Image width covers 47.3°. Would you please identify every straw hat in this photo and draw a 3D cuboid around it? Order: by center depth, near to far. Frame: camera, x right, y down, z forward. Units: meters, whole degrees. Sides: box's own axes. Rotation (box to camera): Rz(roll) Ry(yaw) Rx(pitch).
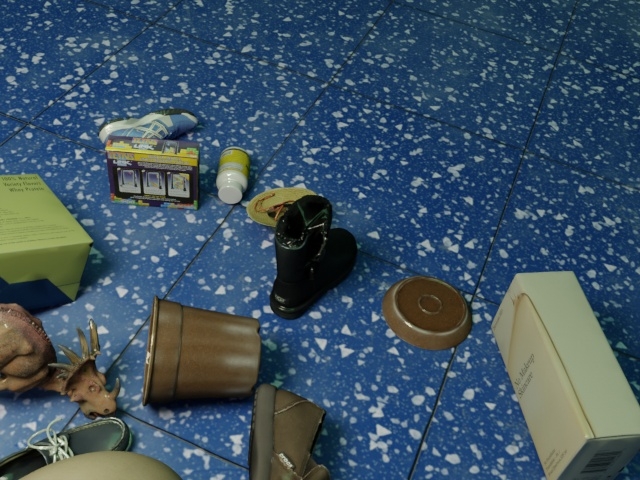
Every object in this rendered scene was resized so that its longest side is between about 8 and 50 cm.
[{"bbox_3d":[-0.068,-0.044,1.417,0.145,0.061,0.144,-5,35,4],"label":"straw hat"}]

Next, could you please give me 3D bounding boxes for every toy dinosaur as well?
[{"bbox_3d":[-0.424,0.150,1.041,0.200,0.295,0.127,-11,54,20],"label":"toy dinosaur"}]

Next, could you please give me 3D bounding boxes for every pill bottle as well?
[{"bbox_3d":[-0.177,-0.131,1.479,0.065,0.065,0.116,6,46,-4],"label":"pill bottle"}]

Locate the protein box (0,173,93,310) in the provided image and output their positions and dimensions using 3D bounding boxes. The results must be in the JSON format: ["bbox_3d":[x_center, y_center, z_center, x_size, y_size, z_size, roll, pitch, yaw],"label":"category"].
[{"bbox_3d":[-0.523,0.005,1.196,0.201,0.136,0.200,43,31,28],"label":"protein box"}]

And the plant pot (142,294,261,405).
[{"bbox_3d":[-0.183,0.174,1.127,0.165,0.167,0.167,6,45,-15],"label":"plant pot"}]

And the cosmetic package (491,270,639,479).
[{"bbox_3d":[0.391,0.216,1.178,0.113,0.160,0.309,-2,46,-11],"label":"cosmetic package"}]

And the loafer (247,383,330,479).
[{"bbox_3d":[-0.036,0.352,0.987,0.130,0.133,0.365,4,46,-5],"label":"loafer"}]

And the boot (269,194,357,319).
[{"bbox_3d":[0.000,0.000,1.284,0.094,0.207,0.246,30,48,19],"label":"boot"}]

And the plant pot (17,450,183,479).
[{"bbox_3d":[-0.251,0.365,0.874,0.284,0.284,0.191,17,19,7],"label":"plant pot"}]

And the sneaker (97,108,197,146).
[{"bbox_3d":[-0.355,-0.220,1.540,0.211,0.080,0.081,-20,74,-25],"label":"sneaker"}]

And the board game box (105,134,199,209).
[{"bbox_3d":[-0.318,-0.128,1.399,0.170,0.141,0.048,5,46,-6],"label":"board game box"}]

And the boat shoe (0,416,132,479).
[{"bbox_3d":[-0.380,0.312,1.005,0.255,0.079,0.095,-22,53,-27],"label":"boat shoe"}]

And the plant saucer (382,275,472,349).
[{"bbox_3d":[0.196,0.122,1.325,0.169,0.029,0.168,4,46,-4],"label":"plant saucer"}]
